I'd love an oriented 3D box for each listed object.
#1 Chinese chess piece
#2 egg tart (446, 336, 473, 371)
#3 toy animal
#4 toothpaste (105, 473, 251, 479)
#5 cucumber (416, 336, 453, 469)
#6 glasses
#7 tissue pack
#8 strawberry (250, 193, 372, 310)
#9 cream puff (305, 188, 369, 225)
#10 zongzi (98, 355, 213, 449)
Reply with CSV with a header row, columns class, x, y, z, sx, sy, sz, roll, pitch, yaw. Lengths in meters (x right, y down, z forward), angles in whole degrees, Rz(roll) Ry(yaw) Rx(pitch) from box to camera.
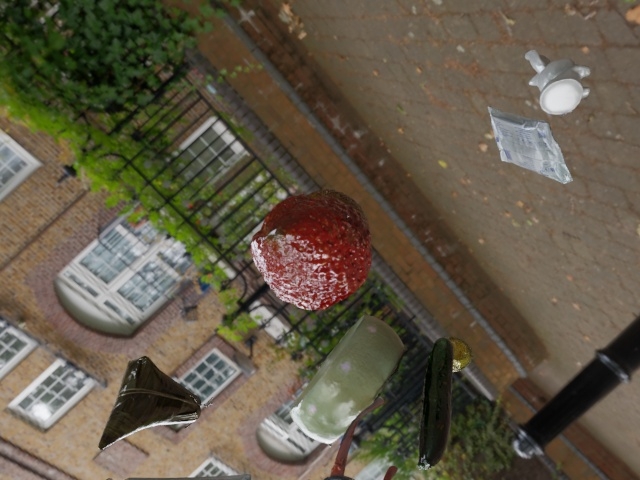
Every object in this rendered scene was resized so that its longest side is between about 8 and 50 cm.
class,x,y,z,sx,sy,sz,roll,pitch,yaw
Chinese chess piece,0.072,0.358,1.494,0.146,0.349,0.349,38,179,5
egg tart,0.368,0.306,1.577,0.105,0.105,0.039,47,155,23
toy animal,0.584,-0.408,1.426,0.104,0.131,0.221,50,-152,-32
toothpaste,-0.300,0.533,1.202,0.066,0.323,0.100,47,-138,-73
cucumber,0.199,0.269,0.980,0.056,0.056,0.284,47,-145,-17
glasses,0.065,0.446,1.048,0.268,0.118,0.234,-59,-43,-66
tissue pack,0.372,-0.175,1.046,0.122,0.026,0.193,63,173,-27
strawberry,-0.030,0.017,1.211,0.257,0.257,0.277,47,-170,32
cream puff,0.000,0.000,1.641,0.212,0.303,0.303,13,-157,-39
zongzi,-0.401,0.439,1.394,0.247,0.111,0.241,46,-142,-32
